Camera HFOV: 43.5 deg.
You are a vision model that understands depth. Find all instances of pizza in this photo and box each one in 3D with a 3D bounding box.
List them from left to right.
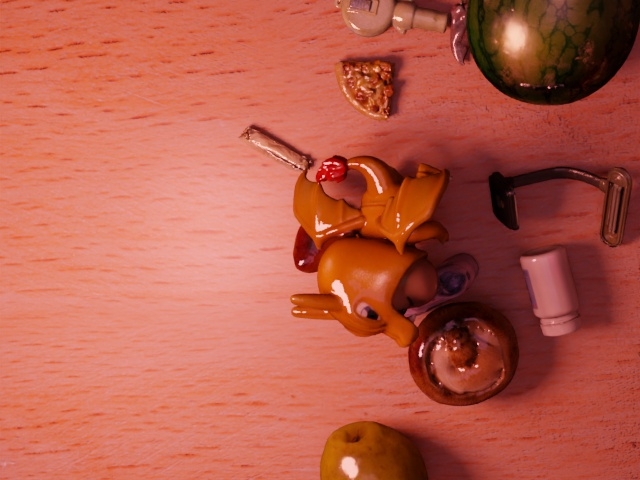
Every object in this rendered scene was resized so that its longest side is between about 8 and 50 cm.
[{"bbox_3d":[0.110,-0.358,1.812,0.175,0.046,0.134,40,104,3],"label":"pizza"}]

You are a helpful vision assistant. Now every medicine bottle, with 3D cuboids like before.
[{"bbox_3d":[0.514,0.111,1.781,0.103,0.103,0.186,-15,96,12],"label":"medicine bottle"}]

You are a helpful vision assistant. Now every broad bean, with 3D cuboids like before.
[{"bbox_3d":[0.000,0.000,1.870,0.114,0.084,0.165,21,96,-14],"label":"broad bean"}]

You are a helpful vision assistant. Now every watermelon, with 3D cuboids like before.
[{"bbox_3d":[0.454,-0.451,1.589,0.364,0.363,0.363,2,99,10],"label":"watermelon"}]

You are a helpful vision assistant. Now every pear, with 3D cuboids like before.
[{"bbox_3d":[0.126,0.570,1.858,0.253,0.253,0.307,-10,105,12],"label":"pear"}]

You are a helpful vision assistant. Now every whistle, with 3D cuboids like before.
[{"bbox_3d":[0.154,-0.504,1.772,0.258,0.067,0.126,13,102,6],"label":"whistle"}]

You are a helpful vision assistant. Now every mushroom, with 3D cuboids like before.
[{"bbox_3d":[0.324,0.255,1.810,0.253,0.153,0.253,0,106,1],"label":"mushroom"}]

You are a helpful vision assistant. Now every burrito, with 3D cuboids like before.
[{"bbox_3d":[-0.107,-0.210,1.881,0.186,0.041,0.045,31,61,5],"label":"burrito"}]

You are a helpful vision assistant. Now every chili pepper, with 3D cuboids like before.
[{"bbox_3d":[0.310,-0.464,1.762,0.050,0.041,0.153,11,118,29],"label":"chili pepper"}]

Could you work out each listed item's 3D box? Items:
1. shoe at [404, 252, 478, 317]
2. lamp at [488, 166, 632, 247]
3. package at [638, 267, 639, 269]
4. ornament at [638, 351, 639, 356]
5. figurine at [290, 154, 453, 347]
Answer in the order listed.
[{"bbox_3d":[0.243,0.113,1.815,0.245,0.137,0.095,-28,89,13],"label":"shoe"},{"bbox_3d":[0.523,-0.069,1.764,0.284,0.124,0.203,-7,118,9],"label":"lamp"},{"bbox_3d":[0.777,0.035,1.758,0.108,0.031,0.120,26,108,6],"label":"package"},{"bbox_3d":[0.845,0.306,1.772,0.230,0.061,0.244,-34,93,16],"label":"ornament"},{"bbox_3d":[0.102,0.006,1.719,0.401,0.268,0.386,10,74,35],"label":"figurine"}]
